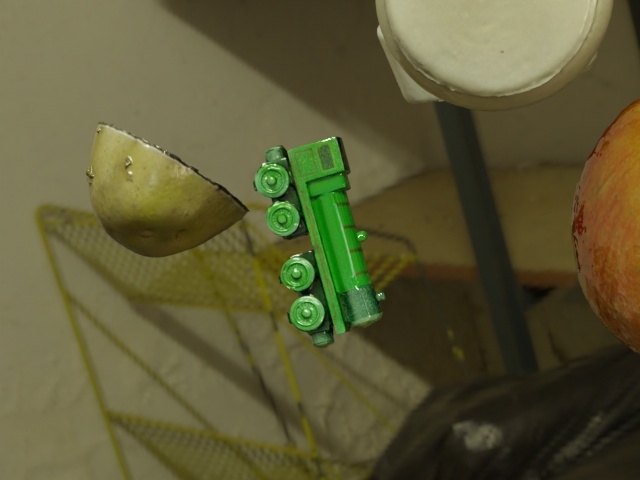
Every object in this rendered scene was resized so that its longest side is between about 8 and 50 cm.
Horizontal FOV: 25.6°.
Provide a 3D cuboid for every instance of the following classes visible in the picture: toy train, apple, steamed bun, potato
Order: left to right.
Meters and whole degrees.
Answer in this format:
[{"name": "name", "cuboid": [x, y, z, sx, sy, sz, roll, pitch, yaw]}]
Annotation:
[{"name": "potato", "cuboid": [-0.195, -0.041, 1.635, 0.182, 0.202, 0.117, 21, 79, 36]}, {"name": "toy train", "cuboid": [0.000, 0.000, 1.698, 0.119, 0.251, 0.085, -17, -4, 6]}, {"name": "steamed bun", "cuboid": [0.173, -0.245, 1.400, 0.232, 0.231, 0.145, -14, 6, 10]}, {"name": "apple", "cuboid": [0.261, -0.015, 1.002, 0.160, 0.173, 0.195, 26, 49, 28]}]

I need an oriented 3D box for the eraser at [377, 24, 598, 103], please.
[{"name": "eraser", "cuboid": [0.289, -0.353, 2.185, 0.331, 0.150, 0.331, -21, 22, 9]}]
